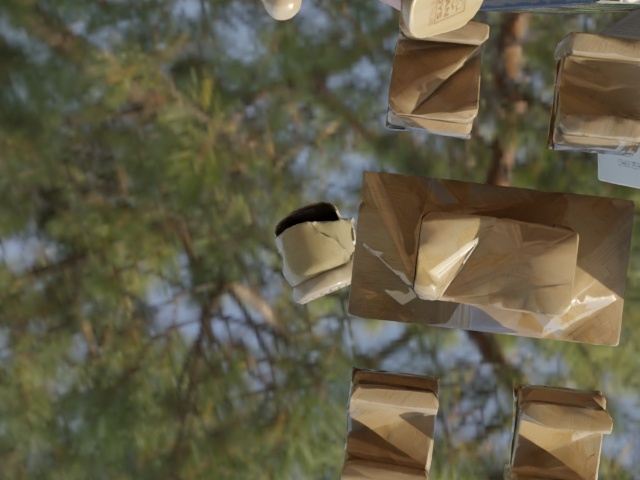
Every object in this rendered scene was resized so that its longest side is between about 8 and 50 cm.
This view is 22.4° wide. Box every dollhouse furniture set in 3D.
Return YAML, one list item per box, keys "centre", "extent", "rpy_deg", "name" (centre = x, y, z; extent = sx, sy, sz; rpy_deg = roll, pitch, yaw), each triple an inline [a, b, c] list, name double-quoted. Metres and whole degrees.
- centre: [0.225, 0.025, 1.331]
  extent: [0.394, 0.256, 0.362]
  rpy_deg: [6, -89, 2]
  name: "dollhouse furniture set"

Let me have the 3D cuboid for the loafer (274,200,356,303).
- centre: [0.000, 0.000, 1.864]
  extent: [0.102, 0.092, 0.268]
  rpy_deg: [-20, -172, 3]
  name: "loafer"

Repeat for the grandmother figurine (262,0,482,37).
- centre: [-0.032, -0.251, 1.120]
  extent: [0.104, 0.208, 0.342]
  rpy_deg: [-23, -135, -39]
  name: "grandmother figurine"

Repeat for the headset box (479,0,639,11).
- centre: [0.278, -0.362, 1.670]
  extent: [0.131, 0.246, 0.283]
  rpy_deg: [-2, -175, -22]
  name: "headset box"

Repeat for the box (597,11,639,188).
- centre: [0.411, -0.151, 1.789]
  extent: [0.182, 0.181, 0.119]
  rpy_deg: [14, -148, 35]
  name: "box"
